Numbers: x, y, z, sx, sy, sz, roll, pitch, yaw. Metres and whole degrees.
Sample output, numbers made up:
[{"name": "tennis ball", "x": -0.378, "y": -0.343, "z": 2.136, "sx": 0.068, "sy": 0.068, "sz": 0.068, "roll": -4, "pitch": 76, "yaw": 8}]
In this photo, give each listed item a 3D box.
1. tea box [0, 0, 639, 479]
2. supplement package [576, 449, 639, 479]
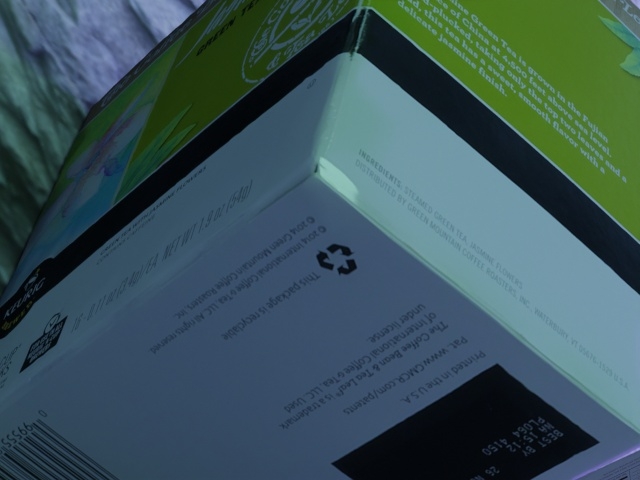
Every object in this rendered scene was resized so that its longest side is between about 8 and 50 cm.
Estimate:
[{"name": "tea box", "x": 0.000, "y": 0.000, "z": 0.881, "sx": 0.220, "sy": 0.329, "sz": 0.323, "roll": 39, "pitch": 39, "yaw": -20}, {"name": "supplement package", "x": 0.297, "y": 0.273, "z": 1.147, "sx": 0.194, "sy": 0.149, "sz": 0.203, "roll": 27, "pitch": 45, "yaw": -32}]
